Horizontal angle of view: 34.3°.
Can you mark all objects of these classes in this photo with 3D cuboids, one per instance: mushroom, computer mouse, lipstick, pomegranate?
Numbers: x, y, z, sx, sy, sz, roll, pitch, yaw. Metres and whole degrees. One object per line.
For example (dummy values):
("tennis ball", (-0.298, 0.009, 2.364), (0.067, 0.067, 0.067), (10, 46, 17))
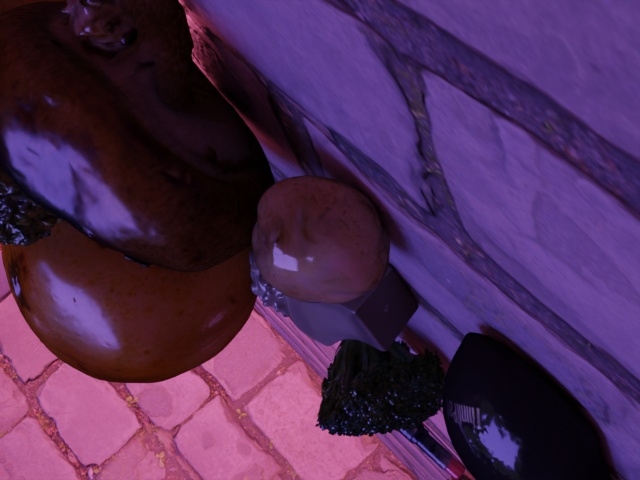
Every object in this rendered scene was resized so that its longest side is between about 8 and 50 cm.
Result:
("mushroom", (-0.172, -0.125, 1.064), (0.345, 0.259, 0.345), (36, -158, -17))
("mushroom", (0.000, 0.000, 1.001), (0.148, 0.112, 0.148), (12, 155, 6))
("computer mouse", (0.193, 0.205, 1.007), (0.170, 0.100, 0.269), (44, 171, 41))
("lipstick", (0.190, 0.377, 2.019), (0.234, 0.053, 0.053), (40, 169, 23))
("pomegranate", (-0.258, -0.007, 1.486), (0.416, 0.417, 0.416), (47, 172, 9))

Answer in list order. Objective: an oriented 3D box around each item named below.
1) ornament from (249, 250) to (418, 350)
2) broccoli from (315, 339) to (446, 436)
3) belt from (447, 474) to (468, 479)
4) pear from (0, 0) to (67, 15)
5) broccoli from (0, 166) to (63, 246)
("ornament", (-0.002, 0.051, 1.229), (0.130, 0.120, 0.285), (53, 169, -20))
("broccoli", (0.076, 0.156, 1.348), (0.194, 0.194, 0.220), (44, -166, 28))
("belt", (0.257, 0.575, 2.046), (0.160, 0.207, 0.295), (50, 167, 12))
("pear", (-0.436, -0.348, 1.368), (0.228, 0.188, 0.211), (38, 162, 47))
("broccoli", (-0.378, -0.135, 1.231), (0.235, 0.260, 0.288), (-31, -77, -70))
